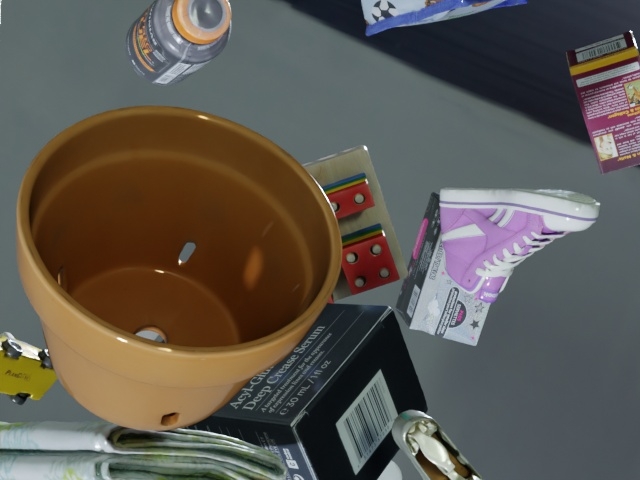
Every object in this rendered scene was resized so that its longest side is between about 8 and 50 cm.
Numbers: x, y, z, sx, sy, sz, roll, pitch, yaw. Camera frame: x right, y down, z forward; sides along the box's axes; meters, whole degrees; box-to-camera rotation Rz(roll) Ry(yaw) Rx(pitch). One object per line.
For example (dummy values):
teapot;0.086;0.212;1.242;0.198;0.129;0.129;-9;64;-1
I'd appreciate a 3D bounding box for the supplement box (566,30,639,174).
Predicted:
supplement box;0.451;-0.208;1.770;0.081;0.104;0.188;-77;147;-59

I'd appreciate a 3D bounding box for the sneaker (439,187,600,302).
sneaker;0.268;0.008;1.575;0.282;0.102;0.161;3;-89;60

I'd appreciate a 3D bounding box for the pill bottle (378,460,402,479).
pill bottle;0.021;0.464;2.382;0.169;0.301;0.169;-11;108;-39

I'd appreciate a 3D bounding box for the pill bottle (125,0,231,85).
pill bottle;-0.223;-0.337;1.870;0.130;0.130;0.246;-63;-162;-16

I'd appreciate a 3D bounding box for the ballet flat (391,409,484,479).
ballet flat;0.175;0.319;1.565;0.072;0.213;0.068;-41;-174;-12

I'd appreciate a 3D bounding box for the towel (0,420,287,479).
towel;-0.274;0.293;1.548;0.320;0.374;0.090;21;68;-44

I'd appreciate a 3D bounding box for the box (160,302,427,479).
box;-0.085;0.259;1.834;0.293;0.395;0.212;-46;125;-42

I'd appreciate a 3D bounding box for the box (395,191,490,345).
box;0.256;0.052;2.203;0.163;0.142;0.247;-122;-132;-77

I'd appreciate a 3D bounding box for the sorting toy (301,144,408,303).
sorting toy;0.000;0.000;2.032;0.089;0.255;0.257;-99;170;-69

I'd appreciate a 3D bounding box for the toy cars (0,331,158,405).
toy cars;-0.444;0.170;1.996;0.394;0.087;0.176;-22;143;-36

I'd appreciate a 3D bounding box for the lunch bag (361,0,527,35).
lunch bag;0.209;-0.507;1.785;0.385;0.239;0.328;-23;103;-44

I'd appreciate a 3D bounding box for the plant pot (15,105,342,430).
plant pot;-0.145;0.045;1.100;0.291;0.291;0.203;-57;172;-43
